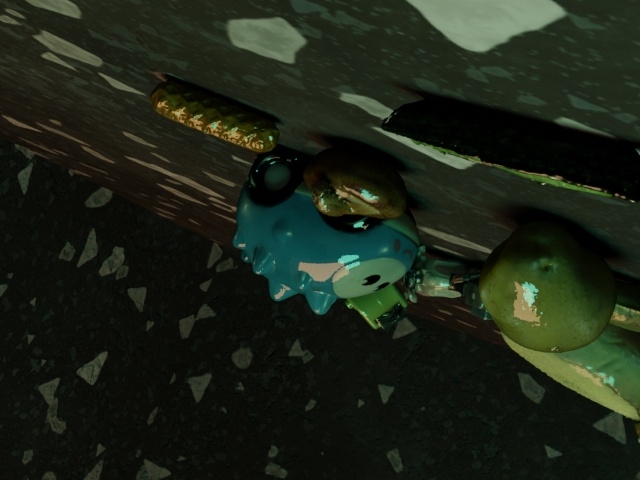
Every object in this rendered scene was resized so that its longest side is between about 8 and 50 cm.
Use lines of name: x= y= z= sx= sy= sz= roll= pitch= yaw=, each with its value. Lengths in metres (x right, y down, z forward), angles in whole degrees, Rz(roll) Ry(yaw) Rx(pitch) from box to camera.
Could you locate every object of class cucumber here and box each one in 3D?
cucumber: x=0.161 y=-0.070 z=0.788 sx=0.220 sy=0.046 sz=0.070 roll=20 pitch=177 yaw=27

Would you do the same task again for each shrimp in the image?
shrimp: x=0.403 y=0.086 z=1.285 sx=0.267 sy=0.061 sz=0.145 roll=17 pitch=-178 yaw=16

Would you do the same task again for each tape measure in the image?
tape measure: x=0.058 y=0.037 z=1.677 sx=0.175 sy=0.106 sz=0.200 roll=51 pitch=-174 yaw=-30

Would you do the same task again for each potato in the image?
potato: x=0.257 y=0.047 z=1.127 sx=0.157 sy=0.157 sz=0.194 roll=19 pitch=161 yaw=26

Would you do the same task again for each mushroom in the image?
mushroom: x=0.040 y=-0.057 z=1.126 sx=0.127 sy=0.087 sz=0.127 roll=25 pitch=173 yaw=3

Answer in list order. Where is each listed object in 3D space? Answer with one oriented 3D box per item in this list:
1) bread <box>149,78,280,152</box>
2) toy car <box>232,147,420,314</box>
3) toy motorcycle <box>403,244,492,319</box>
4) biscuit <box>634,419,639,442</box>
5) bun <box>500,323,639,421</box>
bread: x=-0.121 y=-0.142 z=1.138 sx=0.157 sy=0.044 sz=0.052 roll=22 pitch=177 yaw=0
toy car: x=0.000 y=0.000 z=1.318 sx=0.255 sy=0.190 sz=0.188 roll=17 pitch=172 yaw=23
toy motorcycle: x=0.222 y=0.070 z=1.662 sx=0.150 sy=0.102 sz=0.221 roll=-1 pitch=-167 yaw=-39
biscuit: x=0.559 y=0.269 z=1.424 sx=0.197 sy=0.049 sz=0.301 roll=-12 pitch=165 yaw=19
bun: x=0.408 y=0.154 z=1.493 sx=0.287 sy=0.146 sz=0.287 roll=34 pitch=173 yaw=5
